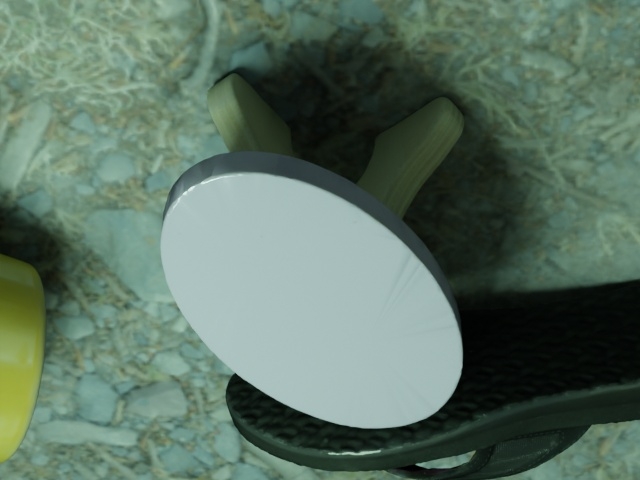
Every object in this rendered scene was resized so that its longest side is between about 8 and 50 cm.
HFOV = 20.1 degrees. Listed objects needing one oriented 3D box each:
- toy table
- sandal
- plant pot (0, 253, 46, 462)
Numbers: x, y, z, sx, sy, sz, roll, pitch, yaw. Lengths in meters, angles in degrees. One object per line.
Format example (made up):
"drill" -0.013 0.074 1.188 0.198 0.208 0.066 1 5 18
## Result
"toy table" 0.000 0.000 1.364 0.252 0.161 0.274 -21 125 17
"sandal" 0.146 0.132 1.454 0.445 0.167 0.107 -7 125 7
"plant pot" -0.351 0.083 1.403 0.239 0.254 0.254 10 129 -25
